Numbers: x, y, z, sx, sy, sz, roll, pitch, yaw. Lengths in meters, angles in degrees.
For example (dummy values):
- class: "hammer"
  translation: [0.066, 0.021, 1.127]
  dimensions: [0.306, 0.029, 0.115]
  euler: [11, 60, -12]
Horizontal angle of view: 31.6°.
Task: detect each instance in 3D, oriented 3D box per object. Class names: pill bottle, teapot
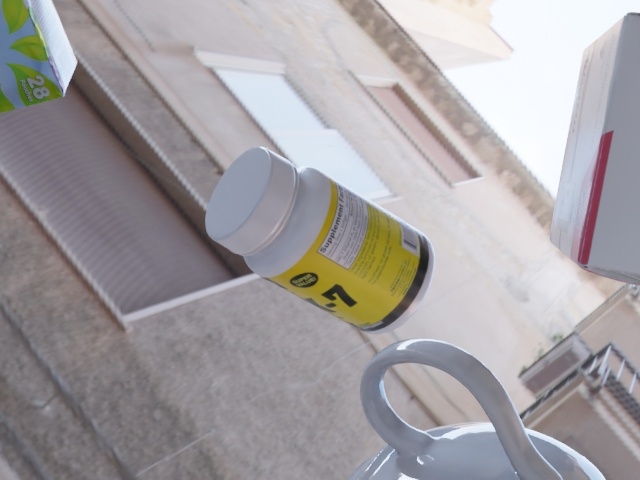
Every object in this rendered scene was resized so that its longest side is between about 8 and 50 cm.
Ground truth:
- class: "pill bottle"
  translation: [0.000, 0.000, 1.097]
  dimensions: [0.208, 0.119, 0.119]
  euler: [30, -71, -30]
- class: "teapot"
  translation: [0.077, 0.223, 0.805]
  dimensions: [0.187, 0.252, 0.256]
  euler: [27, -98, 24]

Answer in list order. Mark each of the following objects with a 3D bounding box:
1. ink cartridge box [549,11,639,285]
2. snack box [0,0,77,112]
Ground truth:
- class: "ink cartridge box"
  translation: [0.283, -0.074, 0.991]
  dimensions: [0.117, 0.283, 0.207]
  euler: [10, -86, 6]
- class: "snack box"
  translation: [-0.290, -0.182, 0.788]
  dimensions: [0.174, 0.070, 0.207]
  euler: [-13, -57, 6]
